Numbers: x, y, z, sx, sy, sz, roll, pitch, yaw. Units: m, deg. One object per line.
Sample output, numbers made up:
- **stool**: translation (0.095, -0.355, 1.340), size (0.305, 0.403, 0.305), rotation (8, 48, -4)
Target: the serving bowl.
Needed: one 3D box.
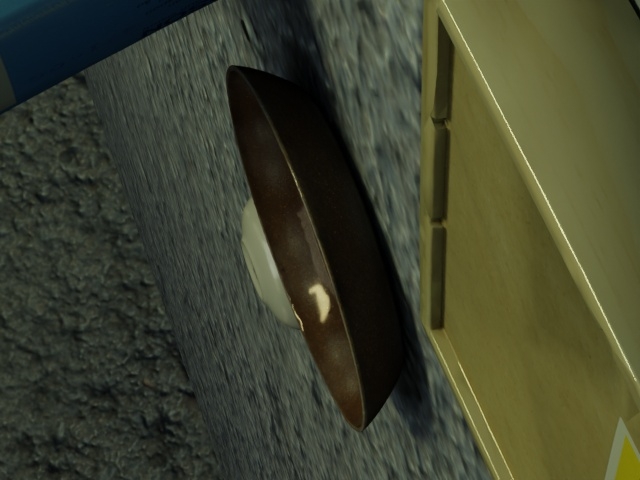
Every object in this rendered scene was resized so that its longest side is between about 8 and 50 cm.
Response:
- **serving bowl**: translation (-0.024, 0.012, 1.017), size (0.083, 0.027, 0.083), rotation (160, 90, -83)

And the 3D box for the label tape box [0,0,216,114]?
- **label tape box**: translation (-0.210, -0.210, 0.766), size (0.348, 0.249, 0.115), rotation (60, 172, 9)

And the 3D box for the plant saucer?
- **plant saucer**: translation (0.000, 0.000, 0.822), size (0.168, 0.029, 0.168), rotation (161, 90, -82)

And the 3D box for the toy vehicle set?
- **toy vehicle set**: translation (0.087, 0.084, 0.402), size (0.166, 0.035, 0.267), rotation (86, 163, -62)
